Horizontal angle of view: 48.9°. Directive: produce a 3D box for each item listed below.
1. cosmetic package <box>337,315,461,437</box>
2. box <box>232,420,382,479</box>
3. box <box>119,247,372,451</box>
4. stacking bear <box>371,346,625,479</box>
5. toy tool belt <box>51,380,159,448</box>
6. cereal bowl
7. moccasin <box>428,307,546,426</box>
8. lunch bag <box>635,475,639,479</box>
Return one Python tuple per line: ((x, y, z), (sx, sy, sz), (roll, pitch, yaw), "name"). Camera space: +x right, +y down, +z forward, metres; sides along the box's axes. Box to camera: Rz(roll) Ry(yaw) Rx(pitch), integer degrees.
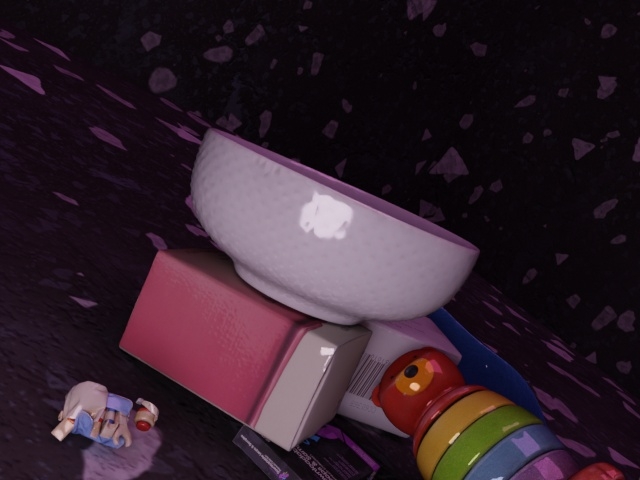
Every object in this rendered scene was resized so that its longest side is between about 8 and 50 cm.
((0.028, 0.113, 1.111), (0.217, 0.156, 0.385), (25, 14, -26), "cosmetic package")
((-0.010, 0.240, 0.791), (0.116, 0.029, 0.162), (37, 14, 24), "box")
((-0.081, 0.113, 0.806), (0.232, 0.126, 0.149), (26, 8, 17), "box")
((0.176, 0.237, 0.813), (0.289, 0.175, 0.164), (45, -5, 41), "stacking bear")
((-0.188, 0.162, 0.616), (0.083, 0.052, 0.051), (25, 44, -19), "toy tool belt")
((0.000, 0.000, 0.811), (0.339, 0.141, 0.339), (24, 6, -3), "cereal bowl")
((0.255, 0.227, 1.203), (0.342, 0.138, 0.117), (54, -10, 8), "moccasin")
((0.566, 0.474, 1.029), (0.287, 0.169, 0.235), (46, 17, 30), "lunch bag")
